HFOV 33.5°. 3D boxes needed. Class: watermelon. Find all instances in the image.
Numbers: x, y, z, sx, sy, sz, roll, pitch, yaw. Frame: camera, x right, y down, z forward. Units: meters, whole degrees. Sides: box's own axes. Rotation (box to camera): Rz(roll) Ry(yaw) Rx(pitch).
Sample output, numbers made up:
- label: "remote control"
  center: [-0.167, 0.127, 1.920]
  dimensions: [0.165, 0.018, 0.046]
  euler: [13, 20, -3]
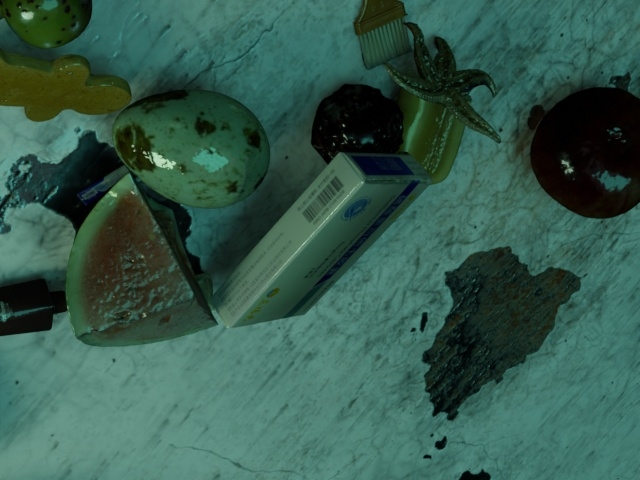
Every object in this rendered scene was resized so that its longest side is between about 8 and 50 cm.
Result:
- label: "watermelon"
  center: [-0.262, 0.040, 1.564]
  dimensions: [0.256, 0.176, 0.260]
  euler: [-25, 94, -52]

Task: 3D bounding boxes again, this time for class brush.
- label: "brush"
  center: [0.075, -0.409, 1.608]
  dimensions: [0.090, 0.017, 0.314]
  euler: [-27, 126, -15]

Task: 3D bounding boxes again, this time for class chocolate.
- label: "chocolate"
  center: [0.054, -0.161, 1.629]
  dimensions: [0.156, 0.133, 0.156]
  euler: [1, 107, 5]

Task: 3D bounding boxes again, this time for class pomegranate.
- label: "pomegranate"
  center: [-0.366, -0.302, 1.350]
  dimensions: [0.159, 0.129, 0.129]
  euler: [-9, 134, 26]

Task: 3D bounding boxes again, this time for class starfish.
- label: "starfish"
  center: [0.194, -0.239, 1.654]
  dimensions: [0.213, 0.238, 0.057]
  euler: [-17, 163, -40]

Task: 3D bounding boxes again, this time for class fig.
- label: "fig"
  center: [0.484, -0.156, 1.885]
  dimensions: [0.235, 0.214, 0.235]
  euler: [-1, 107, -3]

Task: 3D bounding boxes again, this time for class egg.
- label: "egg"
  center: [-0.183, -0.133, 1.515]
  dimensions: [0.231, 0.169, 0.169]
  euler: [11, 111, -24]

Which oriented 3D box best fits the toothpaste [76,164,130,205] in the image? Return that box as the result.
- label: "toothpaste"
  center: [-0.318, -0.083, 1.563]
  dimensions: [0.083, 0.015, 0.024]
  euler: [-36, 130, -1]

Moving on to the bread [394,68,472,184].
- label: "bread"
  center: [0.168, -0.184, 1.745]
  dimensions: [0.134, 0.085, 0.173]
  euler: [8, 111, -31]

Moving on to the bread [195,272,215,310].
- label: "bread"
  center: [-0.210, 0.091, 1.711]
  dimensions: [0.083, 0.035, 0.070]
  euler: [-11, 120, -22]

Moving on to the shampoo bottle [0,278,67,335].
- label: "shampoo bottle"
  center: [-0.446, 0.098, 1.558]
  dimensions: [0.236, 0.067, 0.068]
  euler: [-9, 133, -28]

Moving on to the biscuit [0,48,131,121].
- label: "biscuit"
  center: [-0.363, -0.207, 1.401]
  dimensions: [0.240, 0.035, 0.158]
  euler: [4, 157, -38]

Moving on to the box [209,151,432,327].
- label: "box"
  center: [0.000, 0.000, 1.651]
  dimensions: [0.343, 0.065, 0.200]
  euler: [-47, 156, 28]
